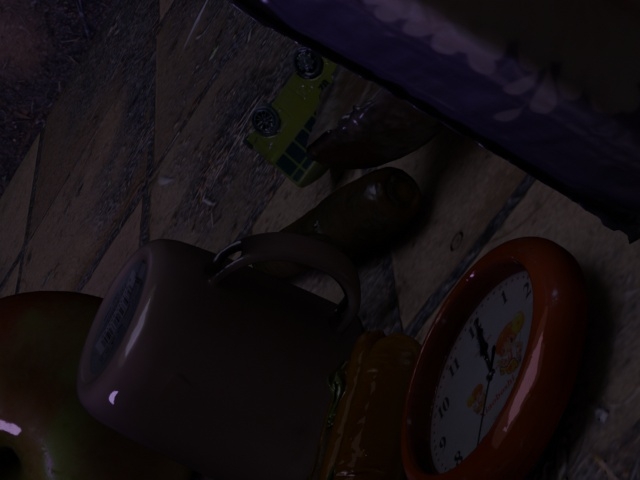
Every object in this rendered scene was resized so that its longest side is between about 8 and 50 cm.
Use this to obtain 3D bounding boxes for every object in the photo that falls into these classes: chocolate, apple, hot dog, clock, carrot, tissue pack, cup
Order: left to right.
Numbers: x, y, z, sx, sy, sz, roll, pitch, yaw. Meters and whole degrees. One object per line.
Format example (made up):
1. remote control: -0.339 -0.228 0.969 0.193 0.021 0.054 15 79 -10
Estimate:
1. apple: -0.283 0.201 1.671 0.319 0.319 0.277 -60 -2 10
2. cup: -0.080 0.088 1.444 0.253 0.200 0.191 -51 23 31
3. carrot: 0.000 -0.001 1.564 0.342 0.070 0.070 -29 40 64
4. hot dog: 0.024 0.180 1.260 0.100 0.068 0.249 -39 31 53
5. chocolate: 0.095 -0.186 1.482 0.185 0.100 0.303 -45 19 43
6. clock: 0.121 0.094 1.141 0.205 0.051 0.205 -53 22 33
7. tissue pack: 0.126 -0.183 1.035 0.125 0.344 0.242 -26 41 57

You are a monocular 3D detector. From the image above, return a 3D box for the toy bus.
1. toy bus: 0.010 -0.146 1.654 0.175 0.101 0.088 -51 -7 31
